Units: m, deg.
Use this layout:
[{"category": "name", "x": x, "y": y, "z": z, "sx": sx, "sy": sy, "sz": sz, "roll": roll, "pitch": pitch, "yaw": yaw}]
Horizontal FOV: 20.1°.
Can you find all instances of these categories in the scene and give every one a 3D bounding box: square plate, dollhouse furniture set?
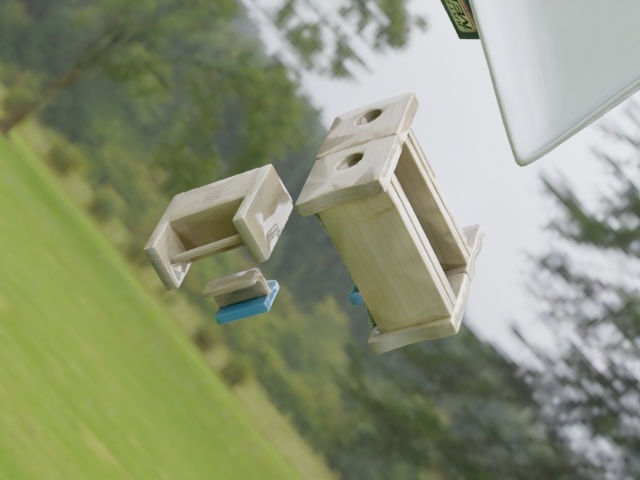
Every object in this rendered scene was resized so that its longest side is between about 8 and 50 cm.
[{"category": "square plate", "x": 0.274, "y": -0.282, "z": 1.583, "sx": 0.049, "sy": 0.347, "sz": 0.344, "roll": 22, "pitch": 46, "yaw": -42}, {"category": "dollhouse furniture set", "x": 0.000, "y": 0.000, "z": 1.275, "sx": 0.129, "sy": 0.183, "sz": 0.129, "roll": 62, "pitch": 27, "yaw": -24}]

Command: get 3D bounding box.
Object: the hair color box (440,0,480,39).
[{"category": "hair color box", "x": 0.304, "y": -0.324, "z": 2.127, "sx": 0.347, "sy": 0.174, "sz": 0.105, "roll": 11, "pitch": -45, "yaw": 56}]
